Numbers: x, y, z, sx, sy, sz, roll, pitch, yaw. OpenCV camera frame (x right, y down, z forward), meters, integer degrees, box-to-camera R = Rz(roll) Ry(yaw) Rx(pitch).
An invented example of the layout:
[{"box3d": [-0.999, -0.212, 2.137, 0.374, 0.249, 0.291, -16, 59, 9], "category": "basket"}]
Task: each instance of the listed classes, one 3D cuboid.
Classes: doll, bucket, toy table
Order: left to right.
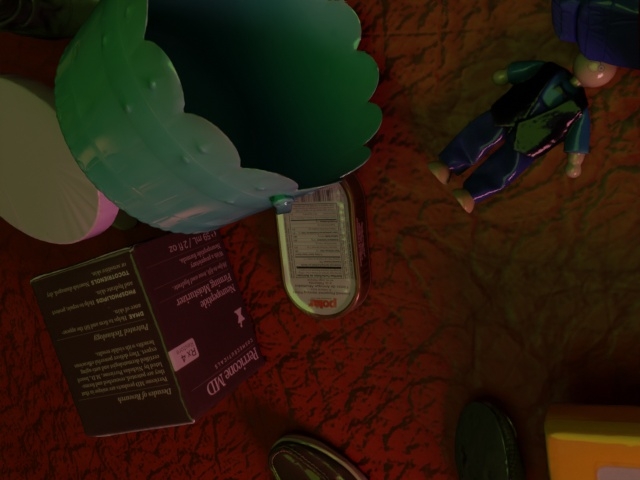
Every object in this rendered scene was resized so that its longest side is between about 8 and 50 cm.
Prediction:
[{"box3d": [-0.284, -0.108, 0.734, 0.274, 0.161, 0.252, 32, 124, 22], "category": "toy table"}, {"box3d": [-0.094, -0.146, 0.590, 0.183, 0.281, 0.281, -23, 92, 41], "category": "bucket"}, {"box3d": [0.199, -0.108, 0.598, 0.189, 0.046, 0.129, -43, 74, 20], "category": "doll"}]

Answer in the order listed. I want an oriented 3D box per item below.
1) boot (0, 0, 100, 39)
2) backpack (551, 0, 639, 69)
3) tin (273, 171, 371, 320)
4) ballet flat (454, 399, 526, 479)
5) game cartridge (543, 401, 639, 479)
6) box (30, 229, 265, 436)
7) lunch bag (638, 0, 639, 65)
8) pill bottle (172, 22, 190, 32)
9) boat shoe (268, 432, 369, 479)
[{"box3d": [-0.317, -0.272, 0.726, 0.247, 0.161, 0.083, 0, 103, 24], "category": "boot"}, {"box3d": [0.249, -0.219, 0.509, 0.101, 0.098, 0.120, 22, 85, 18], "category": "backpack"}, {"box3d": [0.000, 0.000, 0.722, 0.106, 0.040, 0.189, 0, 103, 29], "category": "tin"}, {"box3d": [0.205, 0.293, 0.694, 0.084, 0.058, 0.249, -6, 96, 61], "category": "ballet flat"}, {"box3d": [0.370, 0.281, 0.526, 0.324, 0.053, 0.285, -4, 102, 27], "category": "game cartridge"}, {"box3d": [-0.202, 0.101, 0.762, 0.167, 0.168, 0.203, -16, 96, 26], "category": "box"}, {"box3d": [0.362, -0.111, 0.388, 0.293, 0.120, 0.258, -4, 139, 25], "category": "lunch bag"}, {"box3d": [-0.137, -0.297, 0.691, 0.067, 0.067, 0.120, 38, 115, 12], "category": "pill bottle"}, {"box3d": [0.030, 0.344, 0.758, 0.257, 0.095, 0.095, 39, 115, 11], "category": "boat shoe"}]
